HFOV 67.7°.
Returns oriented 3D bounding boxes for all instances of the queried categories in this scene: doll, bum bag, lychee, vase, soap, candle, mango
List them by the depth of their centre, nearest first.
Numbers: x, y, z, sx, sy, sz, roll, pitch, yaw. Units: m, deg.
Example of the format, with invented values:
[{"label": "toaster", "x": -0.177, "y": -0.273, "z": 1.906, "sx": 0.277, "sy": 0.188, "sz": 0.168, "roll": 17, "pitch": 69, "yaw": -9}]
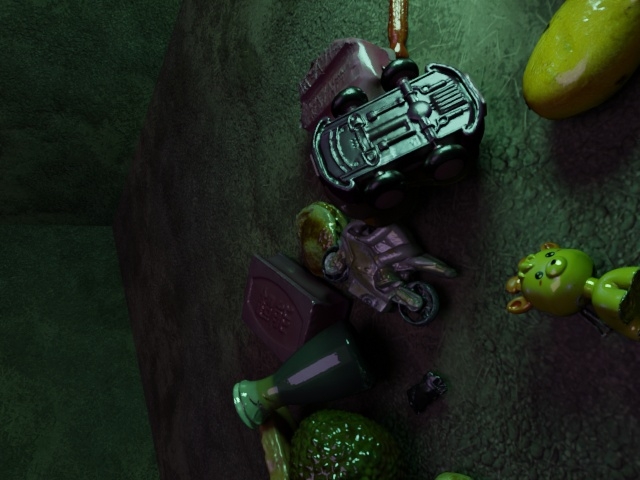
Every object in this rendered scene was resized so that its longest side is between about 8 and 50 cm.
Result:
[{"label": "mango", "x": 0.414, "y": -0.299, "z": 0.713, "sx": 0.262, "sy": 0.108, "sz": 0.157, "roll": -53, "pitch": 41, "yaw": 33}, {"label": "doll", "x": 0.394, "y": 0.071, "z": 0.742, "sx": 0.220, "sy": 0.135, "sz": 0.143, "roll": 12, "pitch": 67, "yaw": 58}, {"label": "bum bag", "x": 0.224, "y": 0.326, "z": 1.024, "sx": 0.058, "sy": 0.034, "sz": 0.124, "roll": 56, "pitch": 133, "yaw": 25}, {"label": "lychee", "x": 0.065, "y": 0.513, "z": 1.051, "sx": 0.270, "sy": 0.269, "sz": 0.320, "roll": -61, "pitch": 36, "yaw": 33}, {"label": "candle", "x": 0.176, "y": -0.545, "z": 1.081, "sx": 0.051, "sy": 0.048, "sz": 0.330, "roll": 2, "pitch": 90, "yaw": 40}, {"label": "soap", "x": 0.062, "y": -0.352, "z": 1.129, "sx": 0.324, "sy": 0.127, "sz": 0.221, "roll": -21, "pitch": 75, "yaw": 63}, {"label": "vase", "x": -0.042, "y": 0.328, "z": 1.136, "sx": 0.320, "sy": 0.173, "sz": 0.174, "roll": -26, "pitch": 63, "yaw": 6}, {"label": "soap", "x": -0.084, "y": 0.200, "z": 1.362, "sx": 0.359, "sy": 0.127, "sz": 0.233, "roll": 30, "pitch": 113, "yaw": 51}]

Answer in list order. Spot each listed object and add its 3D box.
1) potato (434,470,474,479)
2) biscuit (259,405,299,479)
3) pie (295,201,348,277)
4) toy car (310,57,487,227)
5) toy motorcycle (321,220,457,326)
[{"label": "potato", "x": 0.284, "y": 0.494, "z": 0.921, "sx": 0.103, "sy": 0.066, "sz": 0.096, "roll": -1, "pitch": 113, "yaw": 44}, {"label": "biscuit", "x": -0.057, "y": 0.623, "z": 1.217, "sx": 0.078, "sy": 0.350, "sz": 0.456, "roll": -24, "pitch": 63, "yaw": 3}, {"label": "pie", "x": 0.000, "y": 0.000, "z": 1.282, "sx": 0.178, "sy": 0.084, "sz": 0.206, "roll": -24, "pitch": 76, "yaw": 50}, {"label": "toy car", "x": 0.160, "y": -0.169, "z": 0.954, "sx": 0.340, "sy": 0.240, "sz": 0.272, "roll": -23, "pitch": 59, "yaw": 12}, {"label": "toy motorcycle", "x": 0.145, "y": 0.042, "z": 1.069, "sx": 0.340, "sy": 0.107, "sz": 0.223, "roll": 28, "pitch": 100, "yaw": 42}]
